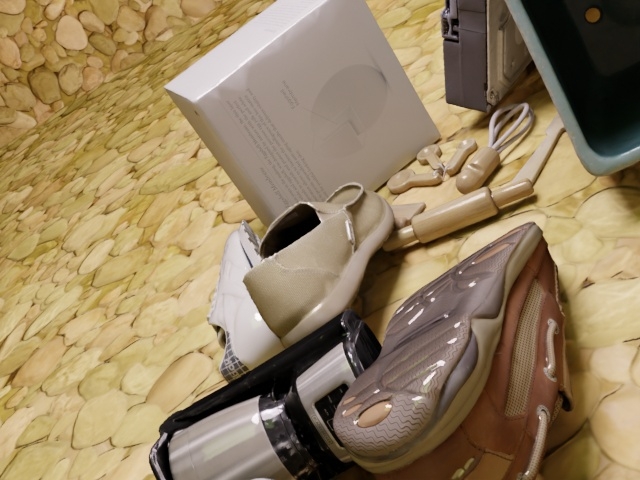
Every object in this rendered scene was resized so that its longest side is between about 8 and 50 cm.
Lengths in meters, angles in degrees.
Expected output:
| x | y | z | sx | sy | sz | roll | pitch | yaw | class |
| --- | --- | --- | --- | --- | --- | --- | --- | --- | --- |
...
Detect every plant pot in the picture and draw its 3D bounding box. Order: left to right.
| x | y | z | sx | sy | sz | roll | pitch | yaw | class |
| --- | --- | --- | --- | --- | --- | --- | --- | --- | --- |
| 0.301 | -0.231 | 0.751 | 0.248 | 0.247 | 0.252 | -26 | 4 | 18 | plant pot |

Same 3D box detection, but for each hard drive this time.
| x | y | z | sx | sy | sz | roll | pitch | yaw | class |
| --- | --- | --- | --- | --- | --- | --- | --- | --- | --- |
| 0.243 | -0.336 | 0.959 | 0.064 | 0.236 | 0.339 | 20 | 51 | 29 | hard drive |

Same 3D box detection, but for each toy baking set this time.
| x | y | z | sx | sy | sz | roll | pitch | yaw | class |
| --- | --- | --- | --- | --- | --- | --- | --- | --- | --- |
| 0.158 | -0.078 | 0.881 | 0.256 | 0.030 | 0.196 | -21 | 30 | 25 | toy baking set |

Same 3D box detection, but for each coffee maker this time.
| x | y | z | sx | sy | sz | roll | pitch | yaw | class |
| --- | --- | --- | --- | --- | --- | --- | --- | --- | --- |
| -0.027 | 0.134 | 0.652 | 0.178 | 0.120 | 0.171 | -31 | 27 | 7 | coffee maker |

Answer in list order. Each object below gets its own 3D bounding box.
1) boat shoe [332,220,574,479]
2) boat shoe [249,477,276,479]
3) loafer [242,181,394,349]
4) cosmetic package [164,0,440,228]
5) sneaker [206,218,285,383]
| x | y | z | sx | sy | sz | roll | pitch | yaw | class |
| --- | --- | --- | --- | --- | --- | --- | --- | --- | --- |
| 0.115 | 0.087 | 0.583 | 0.123 | 0.116 | 0.324 | -35 | 4 | 34 | boat shoe |
| -0.100 | 0.252 | 0.542 | 0.228 | 0.080 | 0.076 | -42 | -2 | 5 | boat shoe |
| 0.000 | 0.000 | 0.799 | 0.102 | 0.092 | 0.268 | -38 | 12 | 25 | loafer |
| -0.021 | -0.151 | 0.985 | 0.225 | 0.224 | 0.138 | -40 | 28 | -11 | cosmetic package |
| -0.080 | 0.057 | 0.879 | 0.095 | 0.090 | 0.235 | -41 | 25 | 8 | sneaker |
